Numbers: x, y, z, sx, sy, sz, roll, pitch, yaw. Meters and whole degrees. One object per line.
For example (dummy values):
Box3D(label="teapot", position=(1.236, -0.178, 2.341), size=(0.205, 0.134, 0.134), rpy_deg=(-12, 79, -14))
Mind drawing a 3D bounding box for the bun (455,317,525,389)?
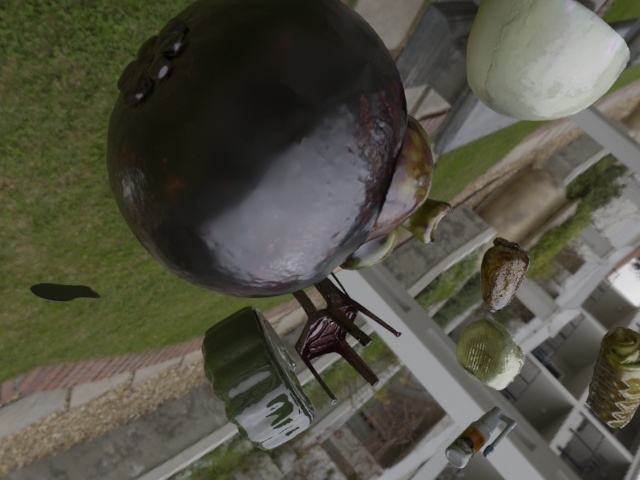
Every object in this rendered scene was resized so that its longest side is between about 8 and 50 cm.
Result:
Box3D(label="bun", position=(0.541, 0.357, 1.727), size=(0.145, 0.229, 0.229), rpy_deg=(7, 137, -26))

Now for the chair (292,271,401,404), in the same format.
Box3D(label="chair", position=(0.009, 0.183, 1.285), size=(0.175, 0.326, 0.183), rpy_deg=(-6, 129, -44))

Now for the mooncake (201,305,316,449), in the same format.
Box3D(label="mooncake", position=(-0.163, 0.348, 1.400), size=(0.187, 0.351, 0.351), rpy_deg=(-28, 162, 0))

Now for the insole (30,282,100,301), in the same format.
Box3D(label="insole", position=(-0.494, 0.101, 1.070), size=(0.004, 0.064, 0.188), rpy_deg=(-56, 167, 3))

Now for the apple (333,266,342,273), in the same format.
Box3D(label="apple", position=(0.000, 0.000, 1.790), size=(0.261, 0.261, 0.194), rpy_deg=(-26, 127, -42))

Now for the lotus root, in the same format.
Box3D(label="lotus root", position=(0.416, 0.092, 1.264), size=(0.108, 0.094, 0.191), rpy_deg=(1, 110, -13))

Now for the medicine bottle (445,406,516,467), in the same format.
Box3D(label="medicine bottle", position=(0.426, 0.516, 1.445), size=(0.220, 0.092, 0.061), rpy_deg=(-26, 123, -38))

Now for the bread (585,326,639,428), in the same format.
Box3D(label="bread", position=(0.541, 0.247, 0.995), size=(0.098, 0.087, 0.269), rpy_deg=(-62, 149, -29))

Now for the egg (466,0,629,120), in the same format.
Box3D(label="egg", position=(0.425, -0.345, 1.111), size=(0.201, 0.337, 0.337), rpy_deg=(-61, 159, 10))

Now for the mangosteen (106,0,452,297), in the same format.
Box3D(label="mangosteen", position=(-0.045, -0.089, 0.541), size=(0.297, 0.297, 0.313), rpy_deg=(-47, 157, 18))
